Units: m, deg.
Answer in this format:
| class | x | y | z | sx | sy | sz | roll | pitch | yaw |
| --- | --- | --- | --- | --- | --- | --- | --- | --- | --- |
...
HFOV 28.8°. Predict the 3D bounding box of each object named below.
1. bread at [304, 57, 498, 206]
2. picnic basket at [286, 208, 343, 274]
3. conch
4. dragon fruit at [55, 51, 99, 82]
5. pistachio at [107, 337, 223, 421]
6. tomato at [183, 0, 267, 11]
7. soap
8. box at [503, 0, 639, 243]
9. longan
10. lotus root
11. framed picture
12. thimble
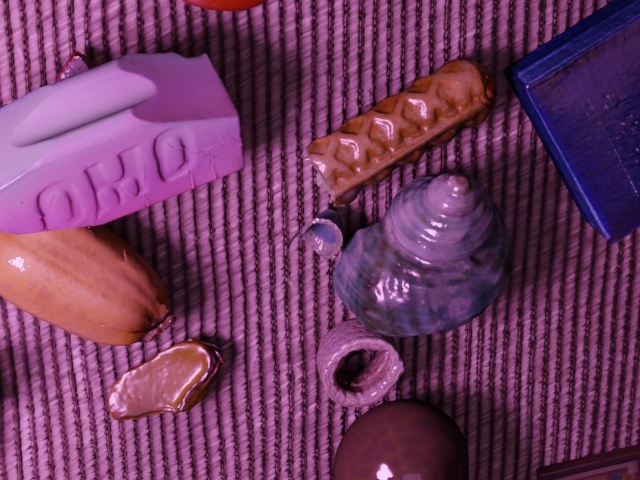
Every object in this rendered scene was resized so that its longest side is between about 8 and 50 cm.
| class | x | y | z | sx | sy | sz | roll | pitch | yaw |
| --- | --- | --- | --- | --- | --- | --- | --- | --- | --- |
| bread | 0.109 | -0.145 | 1.613 | 0.269 | 0.087 | 0.098 | -31 | 110 | 1 |
| picnic basket | 0.000 | 0.000 | 1.653 | 0.065 | 0.083 | 0.083 | 39 | 57 | -7 |
| conch | 0.148 | 0.011 | 1.644 | 0.220 | 0.195 | 0.277 | 18 | 138 | -7 |
| dragon fruit | -0.289 | -0.185 | 1.541 | 0.056 | 0.060 | 0.083 | -37 | 86 | 12 |
| pistachio | -0.207 | 0.196 | 1.705 | 0.173 | 0.049 | 0.089 | -29 | 90 | 3 |
| tomato | -0.108 | -0.363 | 1.428 | 0.208 | 0.208 | 0.184 | -42 | 135 | 7 |
| soap | -0.260 | -0.110 | 1.475 | 0.324 | 0.109 | 0.193 | -21 | 153 | -11 |
| box | 0.430 | -0.182 | 1.647 | 0.279 | 0.116 | 0.261 | -32 | 113 | 5 |
| longan | 0.117 | 0.327 | 1.743 | 0.198 | 0.198 | 0.212 | -26 | 102 | 0 |
| lotus root | -0.320 | 0.035 | 1.578 | 0.303 | 0.131 | 0.146 | 34 | 69 | -22 |
| framed picture | 0.419 | 0.388 | 1.907 | 0.168 | 0.023 | 0.128 | -12 | 112 | -6 |
| thimble | 0.052 | 0.166 | 1.721 | 0.115 | 0.090 | 0.102 | -18 | 109 | -1 |
